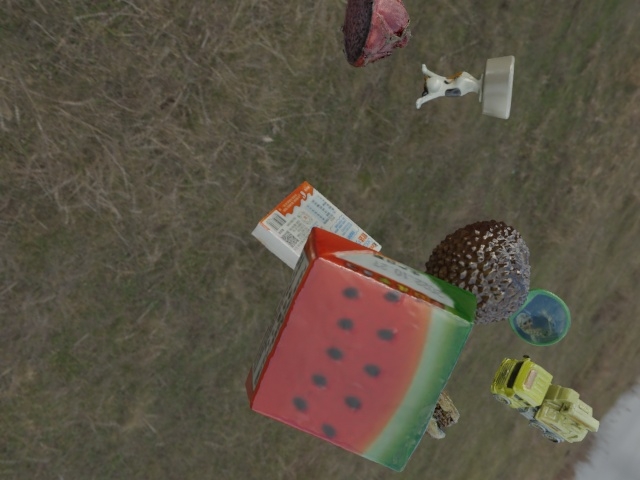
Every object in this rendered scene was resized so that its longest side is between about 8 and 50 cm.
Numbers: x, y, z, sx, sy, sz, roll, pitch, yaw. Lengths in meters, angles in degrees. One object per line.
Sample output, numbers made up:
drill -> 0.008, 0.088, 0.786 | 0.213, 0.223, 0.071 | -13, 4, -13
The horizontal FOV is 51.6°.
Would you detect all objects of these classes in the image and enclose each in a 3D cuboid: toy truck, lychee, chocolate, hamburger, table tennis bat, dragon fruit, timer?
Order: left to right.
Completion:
chocolate -> 0.069, 0.207, 1.206 | 0.161, 0.341, 0.361 | -75, -171, -81
dragon fruit -> 0.149, -0.528, 1.606 | 0.148, 0.224, 0.219 | 2, 111, -15
hamburger -> 0.297, 0.450, 1.822 | 0.113, 0.185, 0.177 | -45, 146, 5
timer -> 0.413, -0.443, 1.903 | 0.175, 0.265, 0.176 | 6, 90, -74
lychee -> 0.378, 0.080, 1.609 | 0.267, 0.267, 0.268 | -33, 141, -32
table tennis bat -> 0.572, 0.182, 1.837 | 0.160, 0.257, 0.039 | -49, 171, 25
toy truck -> 0.594, 0.419, 1.731 | 0.124, 0.272, 0.157 | -57, -170, -23

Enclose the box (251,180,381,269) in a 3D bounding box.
box -> 0.000, 0.000, 1.603 | 0.048, 0.265, 0.273 | -50, 178, 34
